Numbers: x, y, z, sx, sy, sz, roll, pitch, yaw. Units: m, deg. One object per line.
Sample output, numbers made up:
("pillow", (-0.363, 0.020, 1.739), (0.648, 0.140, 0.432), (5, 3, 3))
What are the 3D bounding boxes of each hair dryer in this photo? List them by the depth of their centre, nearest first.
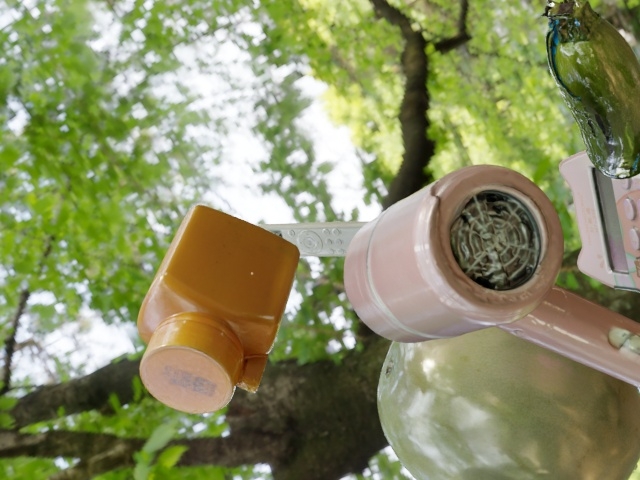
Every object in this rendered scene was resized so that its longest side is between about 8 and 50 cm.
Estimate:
("hair dryer", (0.208, 0.059, 0.796), (0.352, 0.125, 0.210), (22, 165, -9))

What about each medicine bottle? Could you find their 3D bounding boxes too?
("medicine bottle", (-0.120, 0.078, 1.047), (0.149, 0.112, 0.222), (23, -142, -5))

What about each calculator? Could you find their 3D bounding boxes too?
("calculator", (0.439, -0.025, 1.225), (0.329, 0.048, 0.220), (-166, 62, -69))

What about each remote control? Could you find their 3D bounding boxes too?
("remote control", (0.000, 0.000, 1.675), (0.029, 0.260, 0.067), (-52, -45, -53))

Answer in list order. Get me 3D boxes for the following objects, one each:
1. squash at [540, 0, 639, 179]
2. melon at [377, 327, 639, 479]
("squash", (0.289, -0.149, 0.952), (0.331, 0.087, 0.087), (41, -152, -54))
("melon", (0.234, 0.208, 1.129), (0.330, 0.269, 0.268), (21, -152, -7))
